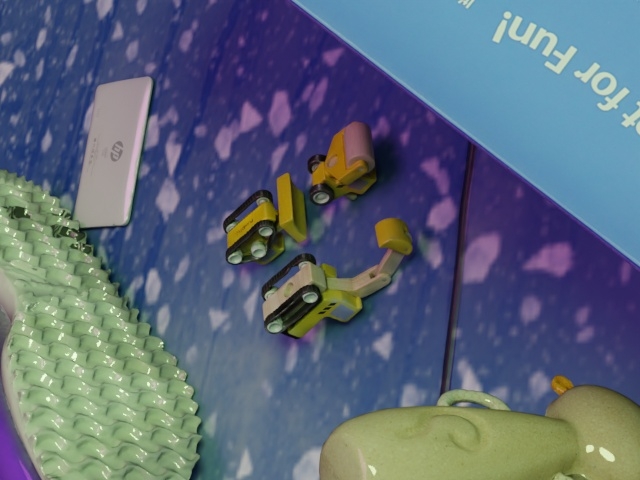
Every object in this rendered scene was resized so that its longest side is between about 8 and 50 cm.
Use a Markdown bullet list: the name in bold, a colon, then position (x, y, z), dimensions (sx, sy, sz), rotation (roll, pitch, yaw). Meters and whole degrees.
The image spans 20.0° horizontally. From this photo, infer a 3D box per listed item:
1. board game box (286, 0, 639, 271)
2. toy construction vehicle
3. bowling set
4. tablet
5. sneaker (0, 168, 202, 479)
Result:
- **board game box**: position (0.137, -0.100, 0.456), dimensions (0.233, 0.347, 0.078), rotation (-48, 10, 27)
- **toy construction vehicle**: position (0.000, 0.000, 0.824), dimensions (0.098, 0.035, 0.086), rotation (-42, 37, 29)
- **bowling set**: position (0.103, 0.189, 0.570), dimensions (0.287, 0.154, 0.200), rotation (53, 136, 44)
- **tablet**: position (-0.114, -0.048, 0.993), dimensions (0.054, 0.006, 0.083), rotation (-3, 75, 49)
- **sneaker**: position (-0.158, 0.089, 0.931), dimensions (0.146, 0.102, 0.293), rotation (-61, 35, 21)
